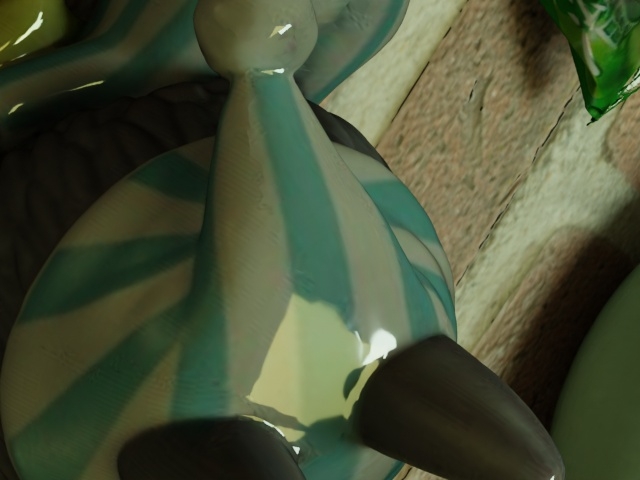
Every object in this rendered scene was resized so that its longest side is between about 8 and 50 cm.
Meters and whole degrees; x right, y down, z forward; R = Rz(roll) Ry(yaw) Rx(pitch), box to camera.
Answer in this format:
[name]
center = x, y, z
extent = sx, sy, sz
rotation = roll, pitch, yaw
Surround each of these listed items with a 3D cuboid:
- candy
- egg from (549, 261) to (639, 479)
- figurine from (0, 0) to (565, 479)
[candy]
center = 0.170, -0.180, 1.108
extent = 0.141, 0.078, 0.203
rotation = -54, 129, -24
[egg]
center = 0.314, 0.133, 1.280
extent = 0.389, 0.276, 0.276
rotation = -56, 139, -2
[figurine]
center = 0.000, 0.000, 0.812
extent = 0.266, 0.378, 0.361
rotation = 15, 102, -49
